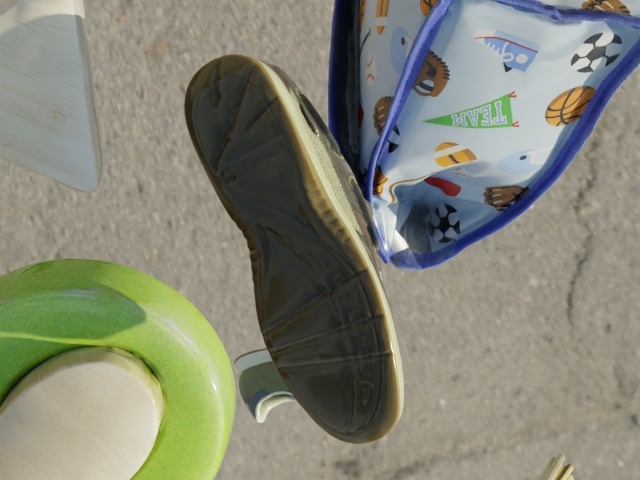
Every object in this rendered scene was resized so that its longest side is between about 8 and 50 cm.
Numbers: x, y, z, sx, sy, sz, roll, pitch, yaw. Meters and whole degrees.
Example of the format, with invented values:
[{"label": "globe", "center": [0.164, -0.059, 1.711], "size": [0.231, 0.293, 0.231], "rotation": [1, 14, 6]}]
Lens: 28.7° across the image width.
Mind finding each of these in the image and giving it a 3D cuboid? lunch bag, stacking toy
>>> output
[{"label": "lunch bag", "center": [0.131, -0.199, 1.250], "size": [0.239, 0.328, 0.385], "rotation": [9, 143, -11]}, {"label": "stacking toy", "center": [-0.187, 0.055, 0.468], "size": [0.279, 0.130, 0.309], "rotation": [-14, 113, 4]}]

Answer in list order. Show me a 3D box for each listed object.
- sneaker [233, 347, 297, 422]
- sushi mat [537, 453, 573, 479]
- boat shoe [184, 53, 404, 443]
[{"label": "sneaker", "center": [-0.004, 0.158, 1.455], "size": [0.192, 0.086, 0.064], "rotation": [-16, 156, 12]}, {"label": "sushi mat", "center": [0.030, 0.239, 0.559], "size": [0.316, 0.019, 0.151], "rotation": [-44, 154, -43]}, {"label": "boat shoe", "center": [0.000, 0.000, 0.472], "size": [0.056, 0.049, 0.152], "rotation": [-17, 95, 30]}]
